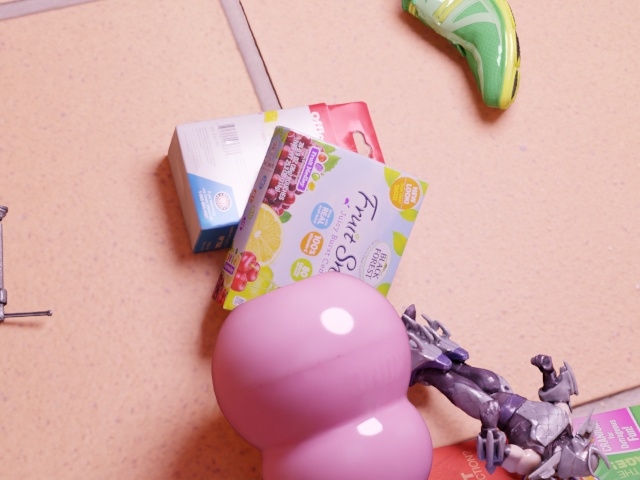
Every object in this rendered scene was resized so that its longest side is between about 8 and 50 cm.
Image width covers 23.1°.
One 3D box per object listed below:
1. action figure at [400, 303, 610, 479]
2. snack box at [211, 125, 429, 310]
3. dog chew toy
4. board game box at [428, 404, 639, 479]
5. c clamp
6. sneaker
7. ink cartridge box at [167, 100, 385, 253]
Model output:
[{"bbox_3d":[0.184,0.170,1.671,0.285,0.099,0.185,31,26,21],"label":"action figure"},{"bbox_3d":[0.000,0.000,1.717,0.174,0.070,0.207,21,93,-18],"label":"snack box"},{"bbox_3d":[0.020,0.204,1.587,0.206,0.206,0.332,-19,86,-20],"label":"dog chew toy"},{"bbox_3d":[0.272,0.297,1.653,0.316,0.064,0.242,-10,38,-17],"label":"board game box"},{"bbox_3d":[-0.372,0.018,1.716,0.137,0.022,0.161,-7,70,-11],"label":"c clamp"},{"bbox_3d":[0.168,-0.287,1.945,0.123,0.109,0.296,-20,73,4],"label":"sneaker"},{"bbox_3d":[-0.047,-0.076,1.799,0.231,0.078,0.134,-9,69,-17],"label":"ink cartridge box"}]
